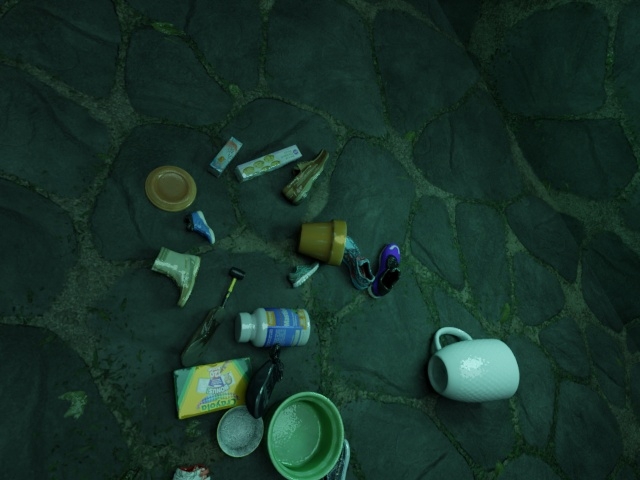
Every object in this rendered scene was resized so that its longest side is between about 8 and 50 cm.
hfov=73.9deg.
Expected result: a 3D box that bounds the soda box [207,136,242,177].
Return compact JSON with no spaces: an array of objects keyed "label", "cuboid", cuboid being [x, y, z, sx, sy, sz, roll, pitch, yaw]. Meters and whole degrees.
[{"label":"soda box","cuboid":[-0.413,-0.361,1.838,0.058,0.063,0.183,34,62,-12]}]

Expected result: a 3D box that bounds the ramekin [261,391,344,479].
[{"label":"ramekin","cuboid":[-0.078,0.727,1.597,0.303,0.148,0.304,8,70,-24]}]

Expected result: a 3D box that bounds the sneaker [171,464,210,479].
[{"label":"sneaker","cuboid":[-0.381,0.854,1.441,0.270,0.090,0.145,21,68,-16]}]

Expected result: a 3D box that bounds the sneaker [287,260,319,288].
[{"label":"sneaker","cuboid":[-0.076,0.131,1.846,0.076,0.065,0.166,49,58,0]}]

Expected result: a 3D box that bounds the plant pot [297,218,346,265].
[{"label":"plant pot","cuboid":[0.000,0.000,1.859,0.187,0.205,0.205,8,69,-7]}]

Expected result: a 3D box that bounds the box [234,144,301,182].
[{"label":"box","cuboid":[-0.235,-0.348,1.921,0.324,0.063,0.067,-27,88,-30]}]

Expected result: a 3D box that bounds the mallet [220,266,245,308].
[{"label":"mallet","cuboid":[-0.353,0.202,1.703,0.062,0.039,0.190,19,70,-16]}]

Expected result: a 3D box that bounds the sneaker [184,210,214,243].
[{"label":"sneaker","cuboid":[-0.489,-0.042,1.698,0.084,0.058,0.152,-23,80,-36]}]

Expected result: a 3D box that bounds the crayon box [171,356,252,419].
[{"label":"crayon box","cuboid":[-0.388,0.531,1.548,0.278,0.081,0.165,-4,76,-27]}]

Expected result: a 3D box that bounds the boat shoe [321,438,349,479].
[{"label":"boat shoe","cuboid":[0.058,0.874,1.664,0.083,0.065,0.183,19,67,-21]}]

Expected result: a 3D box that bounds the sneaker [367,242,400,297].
[{"label":"sneaker","cuboid":[0.333,0.134,1.994,0.102,0.146,0.293,31,63,-14]}]

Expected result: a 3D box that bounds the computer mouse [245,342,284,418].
[{"label":"computer mouse","cuboid":[-0.212,0.523,1.554,0.072,0.189,0.272,7,31,13]}]

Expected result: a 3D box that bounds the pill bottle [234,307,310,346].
[{"label":"pill bottle","cuboid":[-0.191,0.340,1.666,0.272,0.152,0.152,6,71,-25]}]

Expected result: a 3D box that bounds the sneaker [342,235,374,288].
[{"label":"sneaker","cuboid":[0.176,0.088,1.944,0.104,0.125,0.262,-24,85,-31]}]

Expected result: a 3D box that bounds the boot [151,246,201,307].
[{"label":"boot","cuboid":[-0.555,0.137,1.599,0.165,0.077,0.213,19,61,-20]}]

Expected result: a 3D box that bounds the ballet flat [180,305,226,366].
[{"label":"ballet flat","cuboid":[-0.445,0.355,1.598,0.250,0.058,0.084,-61,139,-22]}]

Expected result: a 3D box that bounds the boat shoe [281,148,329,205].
[{"label":"boat shoe","cuboid":[-0.068,-0.310,1.960,0.120,0.122,0.324,35,61,-9]}]

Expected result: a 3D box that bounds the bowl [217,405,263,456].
[{"label":"bowl","cuboid":[-0.298,0.683,1.541,0.170,0.080,0.170,6,75,-25]}]

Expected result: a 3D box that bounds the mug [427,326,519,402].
[{"label":"mug","cuboid":[0.664,0.564,1.973,0.328,0.276,0.374,1,43,-18]}]

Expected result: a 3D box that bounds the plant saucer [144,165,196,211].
[{"label":"plant saucer","cuboid":[-0.601,-0.213,1.714,0.199,0.037,0.200,9,69,-24]}]
